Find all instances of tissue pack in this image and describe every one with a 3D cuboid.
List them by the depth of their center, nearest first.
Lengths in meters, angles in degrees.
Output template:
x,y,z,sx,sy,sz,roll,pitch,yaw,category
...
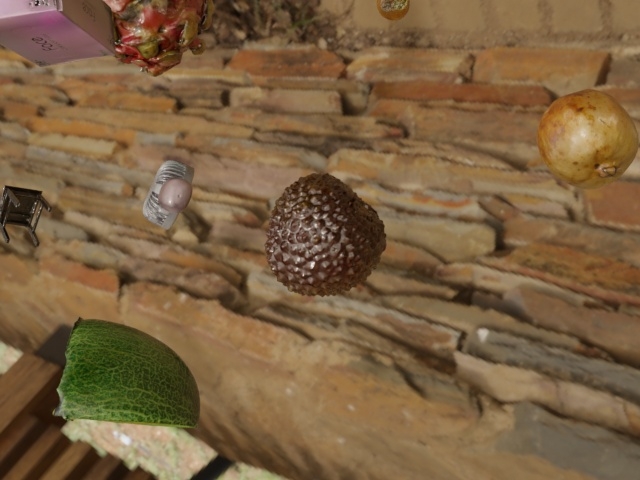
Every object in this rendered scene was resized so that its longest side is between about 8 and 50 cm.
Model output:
x,y,z,sx,sy,sz,roll,pitch,yaw,category
-0.441,-0.363,1.309,0.148,0.093,0.246,-8,176,6,tissue pack

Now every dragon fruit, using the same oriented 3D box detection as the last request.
x,y,z,sx,sy,sz,roll,pitch,yaw,category
-0.349,-0.496,1.729,0.296,0.314,0.263,-31,100,19,dragon fruit

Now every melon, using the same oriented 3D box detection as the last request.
x,y,z,sx,sy,sz,roll,pitch,yaw,category
-0.230,0.171,1.024,0.169,0.129,0.265,8,165,-9,melon

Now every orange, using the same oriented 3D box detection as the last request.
x,y,z,sx,sy,sz,roll,pitch,yaw,category
0.180,-0.593,2.049,0.086,0.062,0.086,17,129,23,orange

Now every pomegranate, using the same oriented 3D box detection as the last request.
x,y,z,sx,sy,sz,roll,pitch,yaw,category
0.627,-0.233,1.907,0.248,0.248,0.248,27,148,19,pomegranate

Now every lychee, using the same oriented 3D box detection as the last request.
x,y,z,sx,sy,sz,roll,pitch,yaw,category
0.000,0.000,1.701,0.267,0.267,0.267,27,148,19,lychee

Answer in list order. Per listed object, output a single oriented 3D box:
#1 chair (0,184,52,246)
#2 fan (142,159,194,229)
x,y,z,sx,sy,sz,roll,pitch,yaw,category
-0.678,-0.079,1.803,0.084,0.102,0.212,10,-159,-41,chair
-0.274,-0.084,1.506,0.074,0.130,0.244,24,179,-17,fan
